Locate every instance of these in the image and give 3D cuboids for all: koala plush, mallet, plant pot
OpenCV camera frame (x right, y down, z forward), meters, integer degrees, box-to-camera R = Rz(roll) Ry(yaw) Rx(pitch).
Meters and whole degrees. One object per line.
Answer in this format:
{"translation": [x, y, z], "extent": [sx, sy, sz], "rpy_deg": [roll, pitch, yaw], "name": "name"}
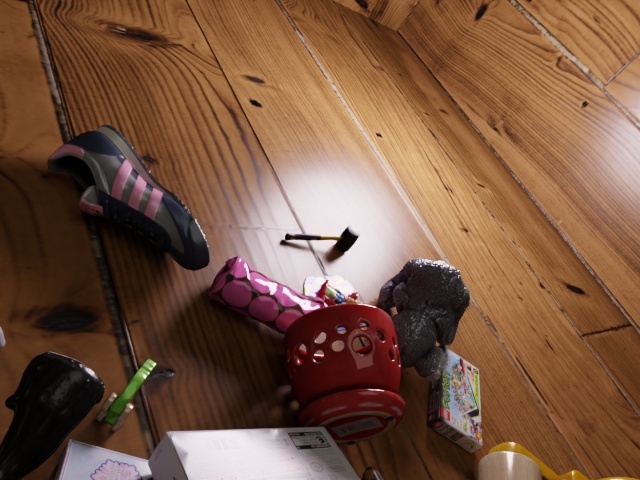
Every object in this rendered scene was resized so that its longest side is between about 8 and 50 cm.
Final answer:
{"translation": [0.196, 0.167, 1.114], "extent": [0.196, 0.203, 0.221], "rpy_deg": [32, 55, 9], "name": "koala plush"}
{"translation": [0.000, 0.000, 1.231], "extent": [0.189, 0.062, 0.039], "rpy_deg": [-4, 51, -29], "name": "mallet"}
{"translation": [0.041, 0.220, 0.875], "extent": [0.191, 0.191, 0.174], "rpy_deg": [20, 42, -29], "name": "plant pot"}

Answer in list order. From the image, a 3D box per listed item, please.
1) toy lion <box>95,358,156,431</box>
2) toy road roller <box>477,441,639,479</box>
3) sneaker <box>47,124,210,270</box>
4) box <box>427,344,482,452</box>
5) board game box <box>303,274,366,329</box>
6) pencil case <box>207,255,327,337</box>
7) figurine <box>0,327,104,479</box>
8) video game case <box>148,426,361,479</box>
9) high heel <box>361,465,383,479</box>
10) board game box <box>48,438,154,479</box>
{"translation": [-0.245, 0.194, 0.700], "extent": [0.034, 0.100, 0.096], "rpy_deg": [36, 52, -5], "name": "toy lion"}
{"translation": [0.456, 0.490, 0.935], "extent": [0.329, 0.240, 0.202], "rpy_deg": [38, 33, -6], "name": "toy road roller"}
{"translation": [-0.325, -0.052, 0.912], "extent": [0.319, 0.112, 0.131], "rpy_deg": [45, 50, 10], "name": "sneaker"}
{"translation": [0.283, 0.327, 1.134], "extent": [0.114, 0.036, 0.207], "rpy_deg": [35, 34, -10], "name": "box"}
{"translation": [0.043, 0.119, 1.131], "extent": [0.168, 0.033, 0.133], "rpy_deg": [1, 51, -45], "name": "board game box"}
{"translation": [-0.090, 0.103, 0.965], "extent": [0.209, 0.095, 0.098], "rpy_deg": [31, 61, -16], "name": "pencil case"}
{"translation": [-0.377, 0.190, 0.553], "extent": [0.214, 0.092, 0.209], "rpy_deg": [30, 49, -3], "name": "figurine"}
{"translation": [-0.037, 0.332, 0.630], "extent": [0.269, 0.061, 0.244], "rpy_deg": [18, 20, -44], "name": "video game case"}
{"translation": [0.035, 0.426, 0.712], "extent": [0.186, 0.093, 0.261], "rpy_deg": [26, 45, -33], "name": "high heel"}
{"translation": [-0.138, 0.376, 0.537], "extent": [0.318, 0.066, 0.319], "rpy_deg": [26, 16, -21], "name": "board game box"}
